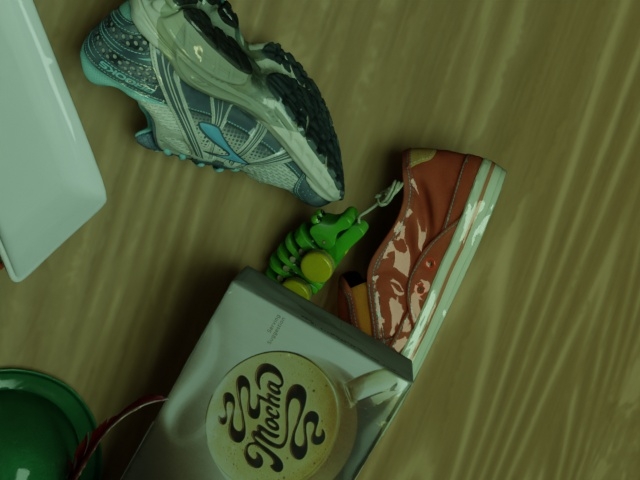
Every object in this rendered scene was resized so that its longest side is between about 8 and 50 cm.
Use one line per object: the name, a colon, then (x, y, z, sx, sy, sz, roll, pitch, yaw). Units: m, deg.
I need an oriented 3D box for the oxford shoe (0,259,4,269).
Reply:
oxford shoe: (-0.335, -0.068, 1.142, 0.098, 0.097, 0.271, -23, 126, 17)

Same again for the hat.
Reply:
hat: (-0.229, 0.203, 1.199, 0.173, 0.183, 0.208, -7, 107, -24)

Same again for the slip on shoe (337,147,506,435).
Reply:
slip on shoe: (0.058, 0.067, 1.361, 0.101, 0.123, 0.331, 24, 100, 4)

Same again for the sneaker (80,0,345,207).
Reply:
sneaker: (-0.083, -0.110, 1.248, 0.122, 0.110, 0.283, -28, 135, 20)

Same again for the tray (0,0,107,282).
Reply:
tray: (-0.251, -0.115, 1.157, 0.145, 0.030, 0.270, -52, 130, -53)

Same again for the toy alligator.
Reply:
toy alligator: (0.000, 0.000, 1.307, 0.051, 0.056, 0.189, 38, 124, -1)

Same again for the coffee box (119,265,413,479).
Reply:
coffee box: (-0.068, 0.193, 1.264, 0.168, 0.119, 0.297, 31, 96, 0)
